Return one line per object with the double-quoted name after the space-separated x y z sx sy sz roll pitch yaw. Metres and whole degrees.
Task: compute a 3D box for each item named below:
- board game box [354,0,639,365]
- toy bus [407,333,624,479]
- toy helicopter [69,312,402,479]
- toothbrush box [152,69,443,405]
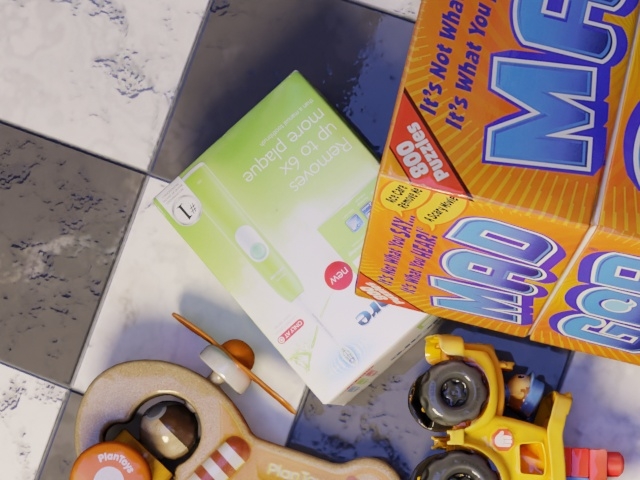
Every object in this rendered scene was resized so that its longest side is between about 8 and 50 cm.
0.251 -0.118 1.682 0.356 0.356 0.357 13 72 2 "board game box"
0.196 0.205 1.845 0.211 0.149 0.220 -1 81 -2 "toy bus"
-0.079 0.214 1.921 0.355 0.140 0.235 15 78 2 "toy helicopter"
0.000 0.000 1.909 0.206 0.122 0.283 -41 80 4 "toothbrush box"
